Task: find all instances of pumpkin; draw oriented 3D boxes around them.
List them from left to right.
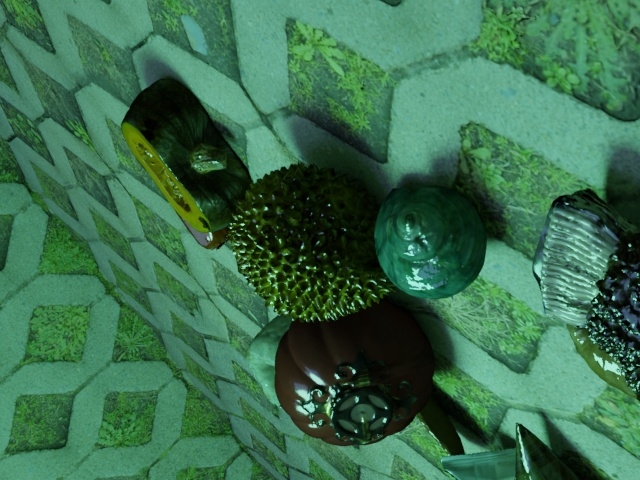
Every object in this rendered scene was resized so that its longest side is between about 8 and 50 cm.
[{"bbox_3d":[-0.261,-0.163,1.741,0.222,0.139,0.317,9,134,60],"label":"pumpkin"}]

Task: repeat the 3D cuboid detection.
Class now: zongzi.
[{"bbox_3d":[0.371,0.473,1.600,0.300,0.138,0.286,50,136,-4],"label":"zongzi"}]

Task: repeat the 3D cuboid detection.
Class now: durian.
[{"bbox_3d":[-0.006,0.006,1.438,0.293,0.258,0.258,46,158,-9],"label":"durian"}]

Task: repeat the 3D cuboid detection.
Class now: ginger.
[{"bbox_3d":[0.412,0.153,1.110,0.216,0.102,0.157,26,153,38],"label":"ginger"}]

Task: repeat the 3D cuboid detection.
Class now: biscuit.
[{"bbox_3d":[0.353,0.516,1.743,0.186,0.079,0.309,-12,133,13],"label":"biscuit"}]

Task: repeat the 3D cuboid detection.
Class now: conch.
[{"bbox_3d":[0.148,-0.004,1.274,0.196,0.134,0.202,37,156,19],"label":"conch"}]

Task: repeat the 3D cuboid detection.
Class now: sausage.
[{"bbox_3d":[-0.297,-0.123,1.912,0.102,0.102,0.330,6,135,57],"label":"sausage"}]

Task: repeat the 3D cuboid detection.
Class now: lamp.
[{"bbox_3d":[0.062,0.243,1.633,0.303,0.303,0.257,59,-169,-26],"label":"lamp"}]

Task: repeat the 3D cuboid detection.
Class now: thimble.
[{"bbox_3d":[-0.007,0.275,1.903,0.291,0.195,0.291,35,156,19],"label":"thimble"}]

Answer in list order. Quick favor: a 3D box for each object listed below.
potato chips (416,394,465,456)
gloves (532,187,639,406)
[{"bbox_3d":[0.243,0.378,1.785,0.201,0.049,0.150,62,-168,20],"label":"potato chips"},{"bbox_3d":[0.381,0.080,0.971,0.312,0.135,0.210,25,109,31],"label":"gloves"}]
